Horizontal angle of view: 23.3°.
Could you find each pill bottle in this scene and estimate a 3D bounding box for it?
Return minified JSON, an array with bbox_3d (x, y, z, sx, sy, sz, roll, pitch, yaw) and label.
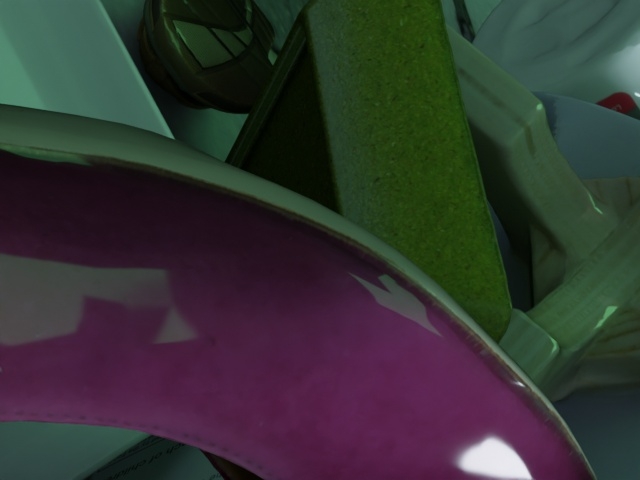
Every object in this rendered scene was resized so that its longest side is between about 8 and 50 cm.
[{"bbox_3d":[0.258,-0.053,1.149,0.318,0.176,0.176,50,27,-29],"label":"pill bottle"}]

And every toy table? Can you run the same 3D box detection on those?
[{"bbox_3d":[0.135,0.016,0.675,0.274,0.252,0.161,30,-11,14],"label":"toy table"}]

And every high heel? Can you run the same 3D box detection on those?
[{"bbox_3d":[-0.090,0.040,0.350,0.377,0.181,0.127,37,-10,-25],"label":"high heel"}]

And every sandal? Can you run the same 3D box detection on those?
[{"bbox_3d":[-0.057,-0.092,0.711,0.072,0.049,0.180,54,11,-15],"label":"sandal"}]

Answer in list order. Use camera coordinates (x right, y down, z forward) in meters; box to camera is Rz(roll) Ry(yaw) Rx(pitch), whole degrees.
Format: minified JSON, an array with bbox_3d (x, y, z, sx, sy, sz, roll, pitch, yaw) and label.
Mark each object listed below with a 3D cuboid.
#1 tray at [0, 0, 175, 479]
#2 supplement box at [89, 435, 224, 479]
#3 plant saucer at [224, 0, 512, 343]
[{"bbox_3d":[-0.130,-0.049,0.484,0.145,0.030,0.270,-31,96,-39],"label":"tray"},{"bbox_3d":[-0.022,0.137,0.470,0.111,0.114,0.220,56,24,-18],"label":"supplement box"},{"bbox_3d":[0.000,0.000,0.620,0.045,0.188,0.188,5,54,-21],"label":"plant saucer"}]
